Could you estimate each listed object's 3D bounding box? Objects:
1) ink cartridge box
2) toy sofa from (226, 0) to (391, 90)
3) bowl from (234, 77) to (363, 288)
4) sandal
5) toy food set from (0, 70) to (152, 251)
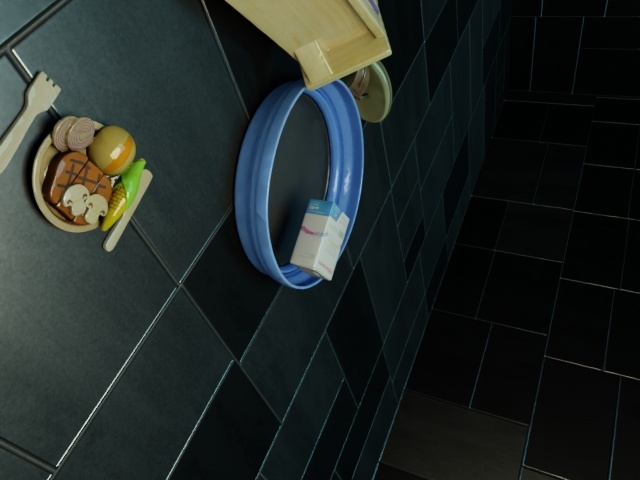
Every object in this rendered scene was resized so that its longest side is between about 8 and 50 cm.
[{"bbox_3d":[0.000,0.000,0.953,0.088,0.052,0.122,43,61,-62],"label":"ink cartridge box"},{"bbox_3d":[-0.044,-0.352,0.700,0.363,0.150,0.177,11,62,-65],"label":"toy sofa"},{"bbox_3d":[-0.028,-0.107,1.003,0.391,0.077,0.390,-38,134,-55],"label":"bowl"},{"bbox_3d":[0.047,-0.341,1.034,0.086,0.120,0.302,-60,142,-24],"label":"sandal"},{"bbox_3d":[-0.249,-0.072,0.585,0.132,0.039,0.192,-70,154,-19],"label":"toy food set"}]
